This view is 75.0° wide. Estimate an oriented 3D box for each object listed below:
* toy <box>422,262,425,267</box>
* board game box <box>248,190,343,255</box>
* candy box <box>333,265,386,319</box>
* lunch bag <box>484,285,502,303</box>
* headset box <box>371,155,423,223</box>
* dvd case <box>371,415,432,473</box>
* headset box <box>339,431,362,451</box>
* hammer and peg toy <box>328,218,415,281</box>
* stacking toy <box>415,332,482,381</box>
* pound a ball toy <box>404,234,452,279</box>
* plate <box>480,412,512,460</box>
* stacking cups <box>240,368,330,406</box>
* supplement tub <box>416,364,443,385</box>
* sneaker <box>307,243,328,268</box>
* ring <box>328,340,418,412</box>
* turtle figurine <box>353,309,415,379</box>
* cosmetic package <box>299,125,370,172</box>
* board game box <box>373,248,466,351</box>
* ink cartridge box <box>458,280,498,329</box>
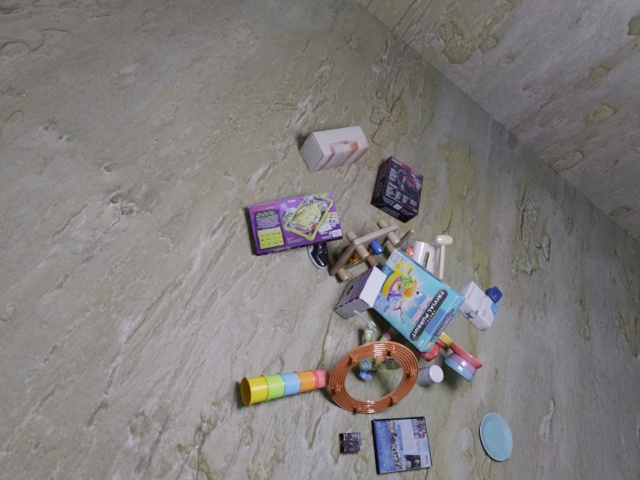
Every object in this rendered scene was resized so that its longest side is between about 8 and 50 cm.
[{"bbox_3d":[0.430,0.166,1.941,0.237,0.056,0.137,1,65,-30],"label":"toy"},{"bbox_3d":[-0.100,-0.071,1.669,0.346,0.056,0.208,-11,75,-6],"label":"board game box"},{"bbox_3d":[0.158,0.212,1.671,0.070,0.196,0.165,39,54,-9],"label":"candy box"},{"bbox_3d":[0.890,0.282,2.144,0.067,0.065,0.098,51,53,1],"label":"lunch bag"},{"bbox_3d":[0.393,-0.267,2.101,0.218,0.110,0.293,27,56,-17],"label":"headset box"},{"bbox_3d":[0.311,0.774,1.591,0.253,0.022,0.180,9,62,-26],"label":"dvd case"},{"bbox_3d":[0.112,0.722,1.493,0.083,0.032,0.062,10,62,-24],"label":"headset box"},{"bbox_3d":[0.221,0.020,1.762,0.361,0.266,0.127,-21,67,-35],"label":"hammer and peg toy"},{"bbox_3d":[0.495,0.463,1.751,0.309,0.279,0.130,39,86,-12],"label":"stacking toy"},{"bbox_3d":[0.425,0.120,1.788,0.135,0.208,0.319,14,89,-17],"label":"pound a ball toy"},{"bbox_3d":[0.758,0.850,1.810,0.188,0.024,0.188,13,61,-24],"label":"plate"},{"bbox_3d":[-0.113,0.491,1.443,0.316,0.096,0.096,-1,67,-32],"label":"stacking cups"},{"bbox_3d":[0.447,0.558,1.722,0.071,0.107,0.071,13,61,-25],"label":"supplement tub"},{"bbox_3d":[0.000,0.000,1.732,0.079,0.121,0.217,-4,69,-31],"label":"sneaker"},{"bbox_3d":[0.195,0.502,1.494,0.336,0.337,0.032,21,21,-20],"label":"ring"},{"bbox_3d":[0.268,0.398,1.622,0.266,0.197,0.275,-10,106,-49],"label":"turtle figurine"},{"bbox_3d":[0.070,-0.434,1.973,0.296,0.153,0.129,-19,76,-34],"label":"cosmetic package"},{"bbox_3d":[0.360,0.229,1.648,0.079,0.254,0.336,16,18,-46],"label":"board game box"},{"bbox_3d":[0.760,0.317,2.041,0.190,0.082,0.139,45,52,-2],"label":"ink cartridge box"}]
